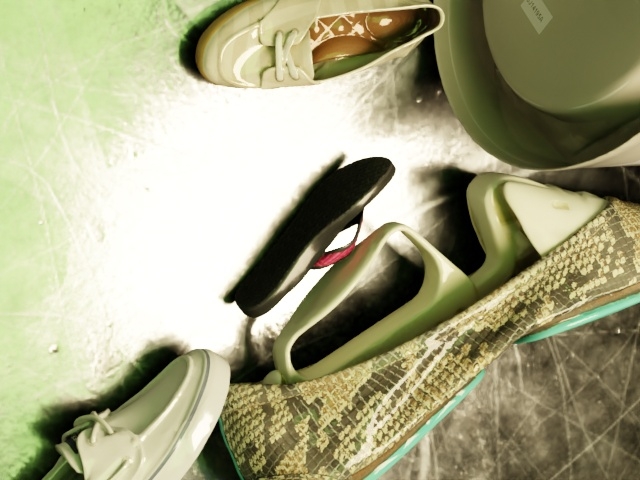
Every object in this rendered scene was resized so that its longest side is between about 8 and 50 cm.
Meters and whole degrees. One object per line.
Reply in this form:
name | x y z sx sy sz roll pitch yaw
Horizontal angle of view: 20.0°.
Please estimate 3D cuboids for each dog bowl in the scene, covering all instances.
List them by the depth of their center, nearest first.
dog bowl | 0.241 -0.218 1.472 0.102 0.349 0.348 11 92 -35

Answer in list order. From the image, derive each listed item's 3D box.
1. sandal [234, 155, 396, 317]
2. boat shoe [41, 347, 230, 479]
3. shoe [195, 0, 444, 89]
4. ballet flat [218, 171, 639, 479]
sandal | 0.000 0.000 1.538 0.179 0.067 0.040 -48 119 -3
boat shoe | -0.174 0.183 1.466 0.084 0.095 0.258 41 79 -26
shoe | 0.002 -0.171 1.513 0.219 0.058 0.076 -15 112 -23
ballet flat | 0.121 0.052 1.552 0.483 0.164 0.182 -31 95 -14
